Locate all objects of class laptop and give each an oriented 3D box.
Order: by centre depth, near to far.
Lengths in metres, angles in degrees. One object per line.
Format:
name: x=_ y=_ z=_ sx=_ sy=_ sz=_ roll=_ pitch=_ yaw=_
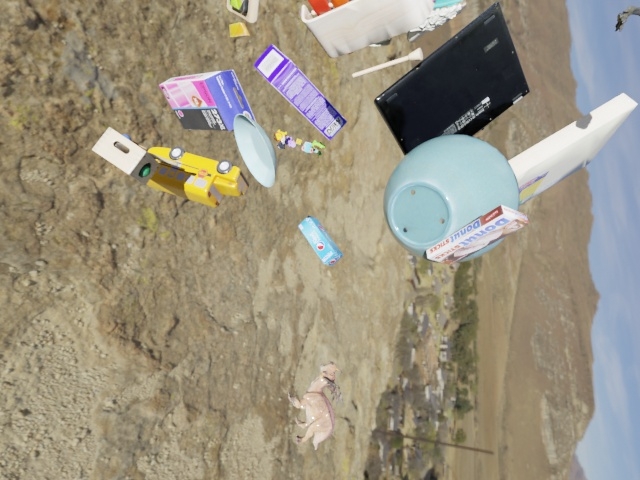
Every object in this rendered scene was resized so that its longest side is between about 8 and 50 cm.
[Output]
laptop: x=0.364 y=-0.379 z=1.186 sx=0.408 sy=0.381 sz=0.236 roll=50 pitch=5 yaw=-31

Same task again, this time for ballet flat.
ballet flat: x=0.245 y=-0.700 z=1.294 sx=0.147 sy=0.407 sz=0.147 roll=0 pitch=90 yaw=-79

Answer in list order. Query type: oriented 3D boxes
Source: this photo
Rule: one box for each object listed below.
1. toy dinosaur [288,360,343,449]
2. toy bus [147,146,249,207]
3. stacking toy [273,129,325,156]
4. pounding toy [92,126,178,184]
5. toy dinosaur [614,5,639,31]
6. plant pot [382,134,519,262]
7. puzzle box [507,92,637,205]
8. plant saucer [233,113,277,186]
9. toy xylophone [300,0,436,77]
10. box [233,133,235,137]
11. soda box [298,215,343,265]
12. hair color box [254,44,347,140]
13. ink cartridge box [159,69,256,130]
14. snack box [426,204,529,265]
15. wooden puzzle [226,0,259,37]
toy dinosaur: x=0.003 y=0.598 z=1.425 sx=0.127 sy=0.200 sz=0.296 roll=96 pitch=-17 yaw=-85
toy bus: x=-0.400 y=-0.200 z=1.281 sx=0.108 sy=0.332 sz=0.130 roll=70 pitch=40 yaw=-66
stacking toy: x=-0.092 y=-0.412 z=1.759 sx=0.167 sy=0.220 sz=0.052 roll=-148 pitch=-107 yaw=-86
pounding toy: x=-0.469 y=-0.214 z=1.040 sx=0.100 sy=0.141 sz=0.130 roll=-57 pitch=180 yaw=-7
toy dinosaur: x=0.607 y=-0.444 z=0.724 sx=0.064 sy=0.118 sz=0.269 roll=12 pitch=78 yaw=-72
plant pot: x=0.250 y=-0.074 z=0.865 sx=0.195 sy=0.289 sz=0.291 roll=-22 pitch=105 yaw=-51
puzzle box: x=0.654 y=-0.218 z=1.153 sx=0.052 sy=0.408 sz=0.272 roll=57 pitch=-8 yaw=24
plant saucer: x=-0.156 y=-0.232 z=1.029 sx=0.037 sy=0.194 sz=0.195 roll=-30 pitch=117 yaw=-22
toy xylophone: x=0.111 y=-0.504 z=0.937 sx=0.236 sy=0.322 sz=0.081 roll=43 pitch=53 yaw=-54
box: x=-0.276 y=-0.411 z=1.637 sx=0.102 sy=0.087 sz=0.101 roll=51 pitch=15 yaw=10
soda box: x=0.000 y=0.000 z=1.623 sx=0.071 sy=0.067 sz=0.210 roll=18 pitch=33 yaw=-57
hair color box: x=-0.066 y=-0.531 z=1.469 sx=0.338 sy=0.110 sz=0.185 roll=34 pitch=16 yaw=-46
ink cartridge box: x=-0.380 y=-0.457 z=1.343 sx=0.069 sy=0.370 sz=0.176 roll=-49 pitch=133 yaw=-31
snack box: x=0.276 y=-0.004 z=0.728 sx=0.064 sy=0.178 sz=0.022 roll=16 pitch=56 yaw=-25
wooden puzzle: x=-0.096 y=-0.307 z=0.491 sx=0.014 sy=0.078 sz=0.117 roll=-14 pitch=126 yaw=-34
